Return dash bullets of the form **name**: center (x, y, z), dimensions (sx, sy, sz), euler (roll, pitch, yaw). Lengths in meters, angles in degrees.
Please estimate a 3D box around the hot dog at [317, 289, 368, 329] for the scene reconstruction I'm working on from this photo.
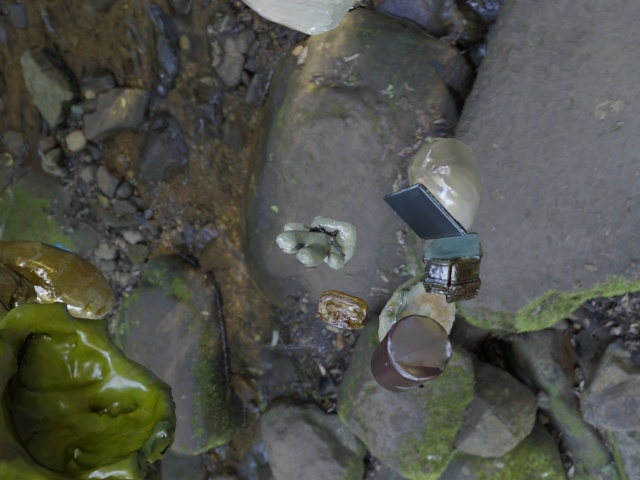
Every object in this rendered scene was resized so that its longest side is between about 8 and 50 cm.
- **hot dog**: center (0.060, 0.191, 1.463), dimensions (0.147, 0.065, 0.099), euler (18, 99, 10)

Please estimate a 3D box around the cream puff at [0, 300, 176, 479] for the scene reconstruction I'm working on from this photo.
- **cream puff**: center (-0.207, 0.163, 0.409), dimensions (0.282, 0.185, 0.282), euler (55, 167, 19)

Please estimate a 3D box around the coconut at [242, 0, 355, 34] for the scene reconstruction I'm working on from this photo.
- **coconut**: center (-0.046, -0.511, 0.855), dimensions (0.297, 0.255, 0.297), euler (-20, 65, 54)

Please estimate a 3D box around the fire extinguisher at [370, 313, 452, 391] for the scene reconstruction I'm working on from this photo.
- **fire extinguisher**: center (0.171, 0.241, 1.033), dimensions (0.135, 0.114, 0.337), euler (34, 163, 10)

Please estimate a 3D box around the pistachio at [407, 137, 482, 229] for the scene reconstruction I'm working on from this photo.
- **pistachio**: center (0.356, -0.142, 1.474), dimensions (0.208, 0.226, 0.332), euler (35, 162, 47)

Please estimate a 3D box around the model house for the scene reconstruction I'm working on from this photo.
- **model house**: center (0.306, 0.076, 1.218), dimensions (0.106, 0.165, 0.152), euler (-112, 15, -63)

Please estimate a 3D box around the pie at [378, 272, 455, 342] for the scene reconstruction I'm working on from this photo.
- **pie**: center (0.334, 0.253, 1.739), dimensions (0.075, 0.338, 0.337), euler (27, 124, 52)

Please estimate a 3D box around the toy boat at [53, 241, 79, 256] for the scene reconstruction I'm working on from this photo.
- **toy boat**: center (-0.632, 0.073, 1.281), dimensions (0.215, 0.102, 0.088), euler (11, 152, 50)

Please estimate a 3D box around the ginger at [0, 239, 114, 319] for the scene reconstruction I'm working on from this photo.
- **ginger**: center (-0.486, 0.041, 0.705), dimensions (0.348, 0.363, 0.122), euler (27, 104, -3)

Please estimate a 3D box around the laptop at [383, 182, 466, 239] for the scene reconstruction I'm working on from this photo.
- **laptop**: center (0.196, -0.051, 1.008), dimensions (0.129, 0.016, 0.180), euler (46, 167, -8)

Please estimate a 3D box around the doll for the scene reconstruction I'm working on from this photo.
- **doll**: center (0.004, 0.002, 1.416), dimensions (0.149, 0.278, 0.175), euler (-28, 85, 29)
